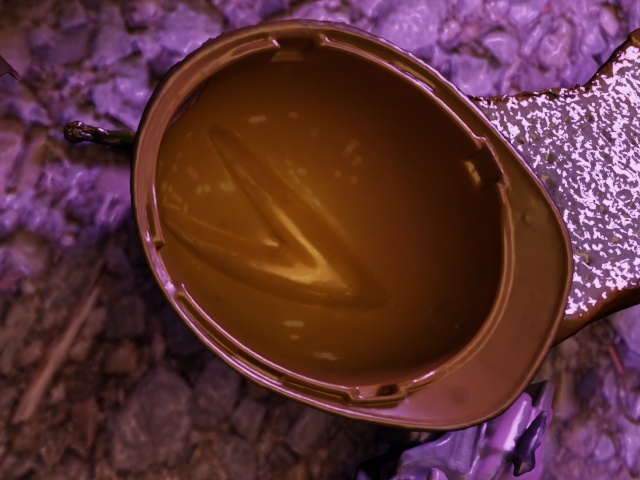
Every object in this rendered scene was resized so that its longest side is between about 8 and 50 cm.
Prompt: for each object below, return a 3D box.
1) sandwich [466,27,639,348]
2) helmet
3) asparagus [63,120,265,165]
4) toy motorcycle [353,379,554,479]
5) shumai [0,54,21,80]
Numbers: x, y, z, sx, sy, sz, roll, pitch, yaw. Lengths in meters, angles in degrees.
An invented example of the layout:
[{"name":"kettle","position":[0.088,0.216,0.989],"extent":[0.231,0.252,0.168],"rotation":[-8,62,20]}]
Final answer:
[{"name":"sandwich","position":[0.168,-0.033,0.813],"extent":[0.214,0.065,0.186],"rotation":[-15,69,-25]},{"name":"helmet","position":[0.000,0.000,0.716],"extent":[0.257,0.140,0.205],"rotation":[33,73,-12]},{"name":"asparagus","position":[-0.094,-0.058,0.750],"extent":[0.127,0.018,0.015],"rotation":[5,47,-24]},{"name":"toy motorcycle","position":[0.077,0.212,0.734],"extent":[0.188,0.143,0.327],"rotation":[33,56,-22]},{"name":"shumai","position":[-0.196,-0.167,0.647],"extent":[0.206,0.166,0.175],"rotation":[15,91,12]}]
